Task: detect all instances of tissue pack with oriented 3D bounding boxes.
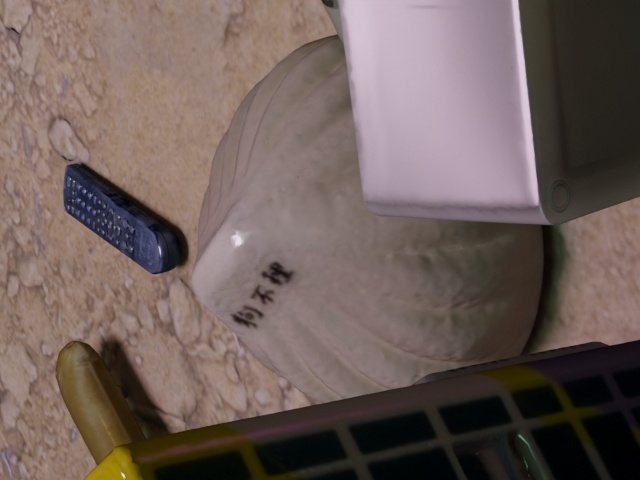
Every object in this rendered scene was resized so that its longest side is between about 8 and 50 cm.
[{"bbox_3d":[0.112,-0.142,1.073,0.136,0.159,0.246,7,107,48],"label":"tissue pack"}]

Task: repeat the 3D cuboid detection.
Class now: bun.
[{"bbox_3d":[0.000,0.000,1.251,0.263,0.175,0.263,24,123,45],"label":"bun"}]

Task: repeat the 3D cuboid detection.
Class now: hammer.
[{"bbox_3d":[-0.141,0.209,1.563,0.305,0.113,0.202,58,137,27],"label":"hammer"}]

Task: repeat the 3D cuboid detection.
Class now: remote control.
[{"bbox_3d":[-0.161,-0.015,1.562,0.152,0.027,0.043,32,132,42],"label":"remote control"}]

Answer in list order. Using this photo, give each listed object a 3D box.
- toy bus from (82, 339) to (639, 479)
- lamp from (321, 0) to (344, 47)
[{"bbox_3d":[0.079,0.197,1.026,0.209,0.440,0.249,-55,53,46],"label":"toy bus"},{"bbox_3d":[0.034,-0.219,1.164,0.121,0.121,0.215,22,133,45],"label":"lamp"}]
